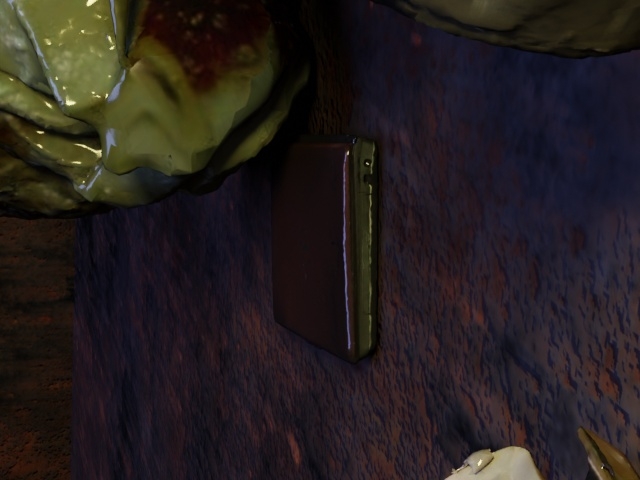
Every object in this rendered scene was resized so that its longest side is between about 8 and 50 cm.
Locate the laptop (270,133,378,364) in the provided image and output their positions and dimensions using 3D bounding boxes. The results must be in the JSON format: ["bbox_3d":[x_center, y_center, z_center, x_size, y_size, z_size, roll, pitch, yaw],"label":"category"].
[{"bbox_3d":[0.000,0.000,0.937,0.207,0.026,0.154,-165,73,-73],"label":"laptop"}]

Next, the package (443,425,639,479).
[{"bbox_3d":[0.098,0.216,0.429,0.165,0.221,0.311,-42,25,11],"label":"package"}]

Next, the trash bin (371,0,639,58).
[{"bbox_3d":[0.096,-0.207,0.313,0.252,0.203,0.301,47,149,14],"label":"trash bin"}]

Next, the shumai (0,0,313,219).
[{"bbox_3d":[-0.162,-0.155,0.980,0.348,0.395,0.395,27,119,48],"label":"shumai"}]
